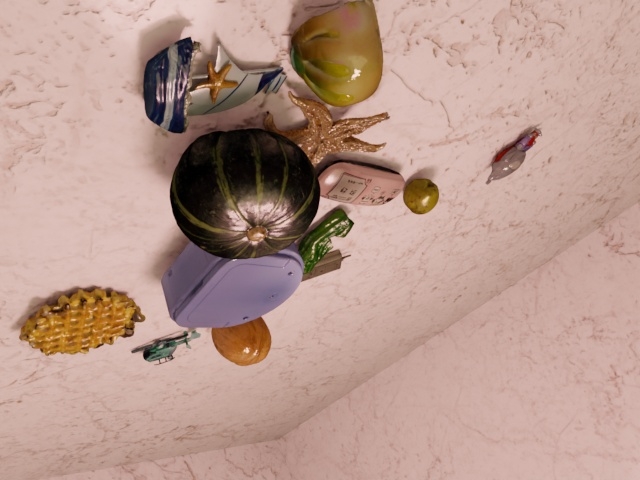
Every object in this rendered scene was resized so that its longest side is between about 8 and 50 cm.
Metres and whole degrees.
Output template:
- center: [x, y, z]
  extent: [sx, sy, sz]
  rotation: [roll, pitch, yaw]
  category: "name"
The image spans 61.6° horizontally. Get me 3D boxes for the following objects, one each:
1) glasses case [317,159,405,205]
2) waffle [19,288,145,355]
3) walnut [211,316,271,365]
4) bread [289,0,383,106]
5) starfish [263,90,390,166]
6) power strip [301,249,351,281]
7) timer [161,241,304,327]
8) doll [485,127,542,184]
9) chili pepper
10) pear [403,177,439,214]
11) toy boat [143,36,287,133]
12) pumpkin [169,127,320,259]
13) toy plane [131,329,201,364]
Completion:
- center: [0.112, -0.156, 1.485]
  extent: [0.314, 0.075, 0.122]
  rotation: [5, 136, -43]
  category: "glasses case"
- center: [-0.663, 0.234, 1.518]
  extent: [0.329, 0.062, 0.329]
  rotation: [-21, 151, -12]
  category: "waffle"
- center: [-0.266, 0.324, 1.824]
  extent: [0.195, 0.222, 0.195]
  rotation: [-17, 124, -27]
  category: "walnut"
- center: [0.038, -0.344, 1.033]
  extent: [0.158, 0.156, 0.260]
  rotation: [-23, 151, -9]
  category: "bread"
- center: [0.017, -0.252, 1.259]
  extent: [0.303, 0.060, 0.299]
  rotation: [-8, 149, -9]
  category: "starfish"
- center: [-0.016, 0.093, 1.833]
  extent: [0.268, 0.034, 0.092]
  rotation: [-18, 150, -13]
  category: "power strip"
- center: [-0.223, 0.087, 1.513]
  extent: [0.395, 0.173, 0.395]
  rotation: [-20, 149, -12]
  category: "timer"
- center: [0.612, -0.264, 1.717]
  extent: [0.227, 0.075, 0.102]
  rotation: [-47, 156, 13]
  category: "doll"
- center: [0.001, 0.000, 1.653]
  extent: [0.253, 0.083, 0.099]
  rotation: [-46, 147, 23]
  category: "chili pepper"
- center: [0.306, -0.135, 1.647]
  extent: [0.107, 0.107, 0.131]
  rotation: [-10, 159, -27]
  category: "pear"
- center: [-0.195, -0.304, 1.041]
  extent: [0.291, 0.067, 0.220]
  rotation: [-20, 154, -34]
  category: "toy boat"
- center: [-0.160, -0.098, 1.172]
  extent: [0.324, 0.241, 0.323]
  rotation: [-7, 147, -4]
  category: "pumpkin"
- center: [-0.525, 0.365, 1.858]
  extent: [0.235, 0.060, 0.096]
  rotation: [-18, 137, -6]
  category: "toy plane"
